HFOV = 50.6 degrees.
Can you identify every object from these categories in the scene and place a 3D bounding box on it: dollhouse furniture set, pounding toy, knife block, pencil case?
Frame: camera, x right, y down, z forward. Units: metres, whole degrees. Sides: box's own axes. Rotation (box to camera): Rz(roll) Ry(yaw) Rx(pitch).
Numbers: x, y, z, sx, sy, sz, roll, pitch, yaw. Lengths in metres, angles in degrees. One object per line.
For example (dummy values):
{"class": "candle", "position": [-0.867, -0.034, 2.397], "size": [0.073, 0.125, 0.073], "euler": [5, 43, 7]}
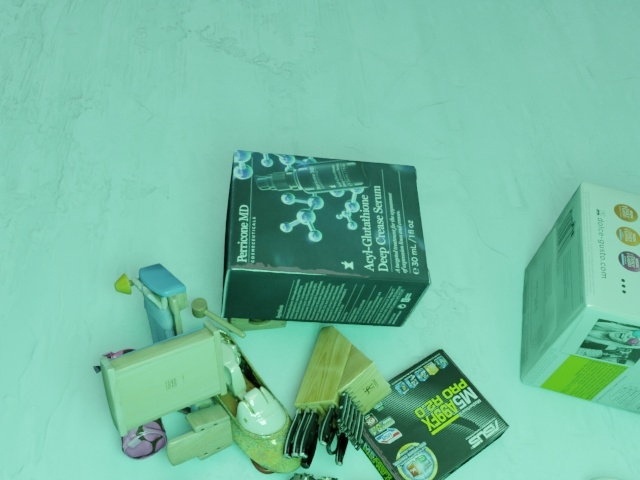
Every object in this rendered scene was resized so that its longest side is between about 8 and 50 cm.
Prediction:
{"class": "dollhouse furniture set", "position": [-0.333, 0.236, 1.286], "size": [0.198, 0.286, 0.303], "euler": [-17, 28, -29]}
{"class": "pounding toy", "position": [-0.177, 0.150, 1.471], "size": [0.206, 0.094, 0.181], "euler": [-4, 55, -14]}
{"class": "knife block", "position": [0.003, 0.314, 1.333], "size": [0.242, 0.088, 0.276], "euler": [-37, 28, -10]}
{"class": "pencil case", "position": [-0.368, 0.314, 1.314], "size": [0.095, 0.098, 0.209], "euler": [-27, 58, -6]}

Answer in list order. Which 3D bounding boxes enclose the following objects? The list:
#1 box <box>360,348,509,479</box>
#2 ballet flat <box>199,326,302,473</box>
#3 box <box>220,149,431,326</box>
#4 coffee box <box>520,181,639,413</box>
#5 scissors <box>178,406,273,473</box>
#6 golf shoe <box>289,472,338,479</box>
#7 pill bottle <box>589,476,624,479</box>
{"class": "box", "position": [0.212, 0.373, 1.380], "size": [0.270, 0.060, 0.216], "euler": [-26, 60, -25]}
{"class": "ballet flat", "position": [-0.153, 0.300, 1.328], "size": [0.123, 0.123, 0.348], "euler": [-27, 55, -26]}
{"class": "box", "position": [0.000, 0.000, 1.420], "size": [0.396, 0.212, 0.293], "euler": [3, 57, -9]}
{"class": "coffee box", "position": [0.655, 0.134, 1.457], "size": [0.335, 0.338, 0.337], "euler": [15, 52, 2]}
{"class": "scissors", "position": [-0.183, 0.361, 1.359], "size": [0.297, 0.021, 0.109], "euler": [27, 54, 14]}
{"class": "golf shoe", "position": [0.067, 0.496, 1.225], "size": [0.273, 0.105, 0.120], "euler": [1, 69, 18]}
{"class": "pill bottle", "position": [0.529, 0.562, 1.240], "size": [0.124, 0.124, 0.221], "euler": [25, 52, 11]}
